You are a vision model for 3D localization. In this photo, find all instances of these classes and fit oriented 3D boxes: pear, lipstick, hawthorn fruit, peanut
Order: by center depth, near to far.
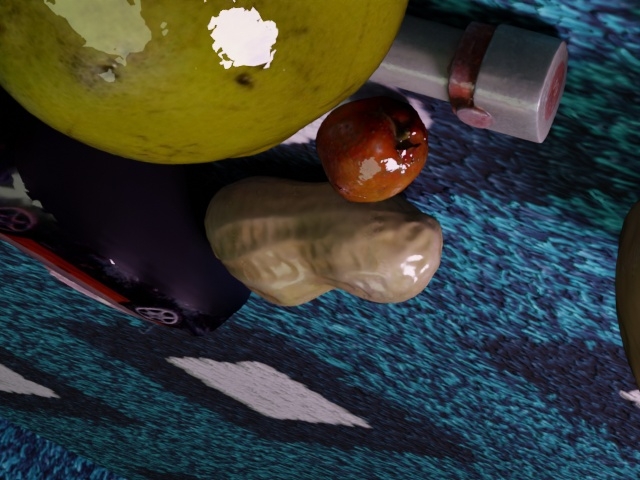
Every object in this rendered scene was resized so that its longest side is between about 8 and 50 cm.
[{"bbox_3d":[-0.068,-0.142,0.731,0.212,0.212,0.269,13,157,20],"label":"pear"},{"bbox_3d":[0.047,-0.109,0.958,0.186,0.057,0.063,17,162,17],"label":"lipstick"},{"bbox_3d":[0.036,-0.062,1.084,0.077,0.077,0.077,18,162,6],"label":"hawthorn fruit"},{"bbox_3d":[0.000,0.000,1.250,0.214,0.098,0.090,3,156,38],"label":"peanut"}]

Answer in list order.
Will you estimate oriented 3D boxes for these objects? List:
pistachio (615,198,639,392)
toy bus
[{"bbox_3d":[0.260,0.041,1.000,0.181,0.162,0.293,47,173,21],"label":"pistachio"},{"bbox_3d":[-0.186,-0.035,1.305,0.147,0.127,0.303,10,162,43],"label":"toy bus"}]
